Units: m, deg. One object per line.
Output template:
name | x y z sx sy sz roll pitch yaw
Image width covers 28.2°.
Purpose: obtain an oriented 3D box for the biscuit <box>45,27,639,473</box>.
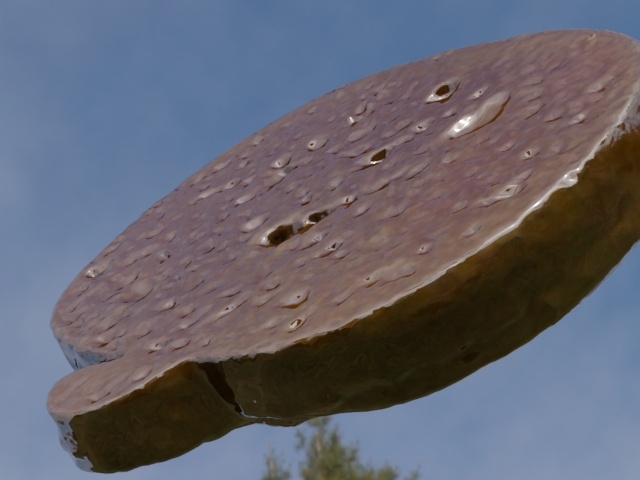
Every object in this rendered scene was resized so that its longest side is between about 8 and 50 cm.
biscuit | 0.004 0.008 0.692 0.350 0.394 0.070 -41 -68 -23
